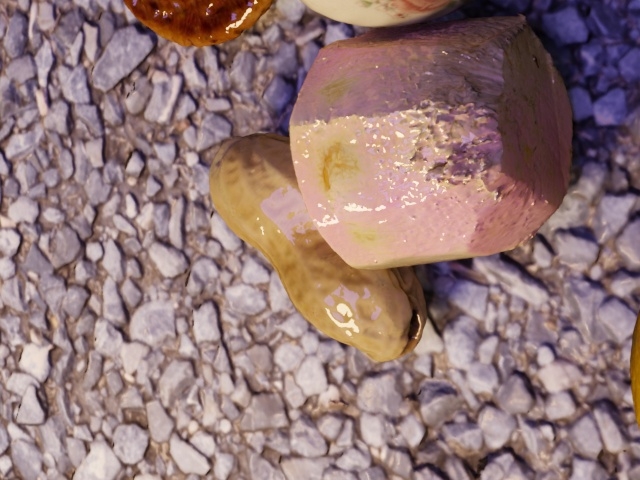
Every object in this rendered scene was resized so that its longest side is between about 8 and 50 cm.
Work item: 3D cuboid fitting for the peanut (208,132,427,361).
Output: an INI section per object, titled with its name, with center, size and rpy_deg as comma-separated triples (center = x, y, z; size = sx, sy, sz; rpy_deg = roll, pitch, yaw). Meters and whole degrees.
[peanut]
center = 0.000, 0.000, 1.442
size = 0.290, 0.130, 0.130
rpy_deg = 51, 119, 17

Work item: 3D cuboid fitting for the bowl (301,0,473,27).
[bowl]
center = 0.067, -0.294, 1.317
size = 0.277, 0.277, 0.145
rpy_deg = 28, 153, 29

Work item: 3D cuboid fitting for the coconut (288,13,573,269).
[coconut]
center = 0.085, -0.092, 1.318
size = 0.245, 0.233, 0.233
rpy_deg = -6, 91, 31

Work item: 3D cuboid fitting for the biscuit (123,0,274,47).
[biscuit]
center = -0.113, -0.369, 1.508
size = 0.289, 0.081, 0.334
rpy_deg = 52, 123, 18

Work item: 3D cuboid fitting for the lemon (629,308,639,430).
[lemon]
center = 0.353, 0.102, 1.168
size = 0.204, 0.204, 0.260
rpy_deg = 9, 97, 33
